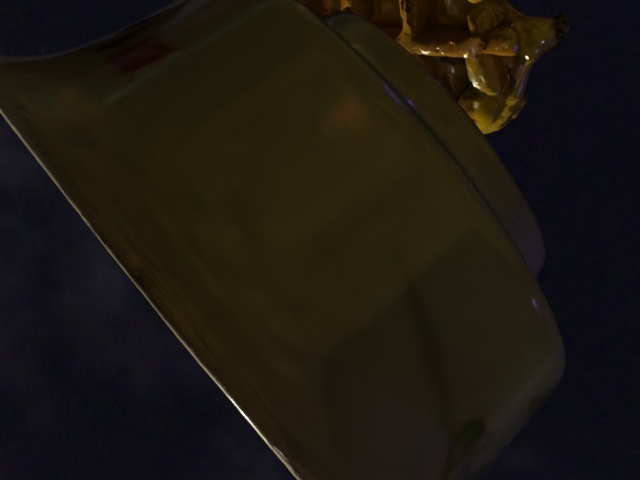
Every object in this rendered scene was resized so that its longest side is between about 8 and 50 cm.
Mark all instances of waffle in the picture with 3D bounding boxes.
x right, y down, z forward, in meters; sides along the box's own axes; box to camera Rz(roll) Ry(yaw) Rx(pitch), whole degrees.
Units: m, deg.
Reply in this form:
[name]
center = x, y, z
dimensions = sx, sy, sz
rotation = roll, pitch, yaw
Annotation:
[waffle]
center = 0.015, -0.213, 1.027
dimensions = 0.095, 0.382, 0.379
rotation = -28, -109, -42

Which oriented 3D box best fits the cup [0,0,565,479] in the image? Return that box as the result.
[cup]
center = 0.000, 0.000, 0.584
dimensions = 0.163, 0.347, 0.347
rotation = -39, -94, -5
